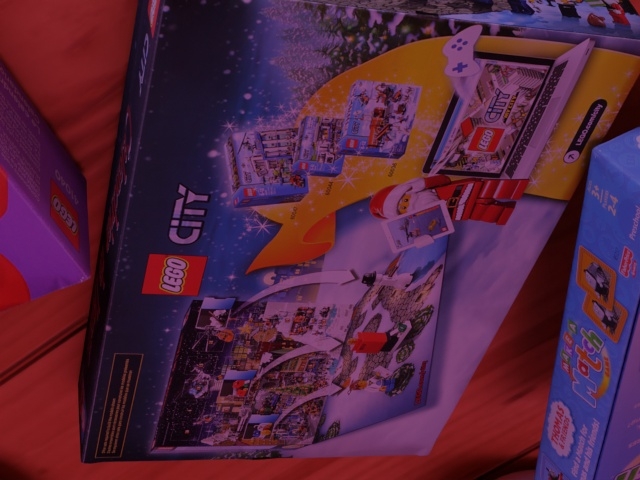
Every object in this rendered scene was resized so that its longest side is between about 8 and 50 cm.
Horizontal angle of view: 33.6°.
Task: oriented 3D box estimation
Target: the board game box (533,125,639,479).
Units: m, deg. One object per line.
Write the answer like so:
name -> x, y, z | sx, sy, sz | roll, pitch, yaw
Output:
board game box -> 0.170, 0.023, 0.446 | 0.160, 0.039, 0.212 | -25, 137, -21

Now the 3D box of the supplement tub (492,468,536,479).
supplement tub -> 0.102, 0.240, 0.595 | 0.144, 0.144, 0.200 | 10, 130, -24

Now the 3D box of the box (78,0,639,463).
box -> 0.000, 0.000, 0.401 | 0.159, 0.044, 0.233 | 3, 134, -18

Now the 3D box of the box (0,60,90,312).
box -> -0.219, -0.060, 0.280 | 0.200, 0.057, 0.293 | -21, 135, 6

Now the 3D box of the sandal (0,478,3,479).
sandal -> -0.320, 0.160, 0.430 | 0.416, 0.102, 0.169 | 7, 130, -22
